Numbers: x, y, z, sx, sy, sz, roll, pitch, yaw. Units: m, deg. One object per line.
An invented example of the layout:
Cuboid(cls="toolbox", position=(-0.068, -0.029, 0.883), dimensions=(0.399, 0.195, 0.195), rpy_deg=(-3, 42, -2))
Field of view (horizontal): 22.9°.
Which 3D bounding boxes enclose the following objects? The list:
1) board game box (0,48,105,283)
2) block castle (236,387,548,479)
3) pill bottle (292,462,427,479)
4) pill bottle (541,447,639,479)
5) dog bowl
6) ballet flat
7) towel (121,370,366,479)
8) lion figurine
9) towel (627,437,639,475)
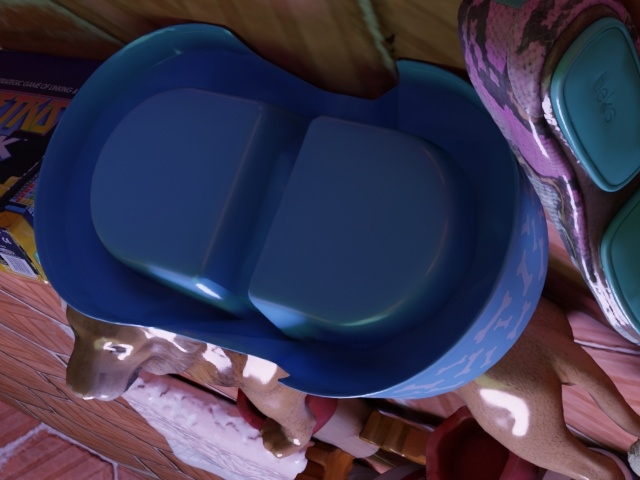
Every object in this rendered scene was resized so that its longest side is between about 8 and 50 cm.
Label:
Cuboid(cls="board game box", position=(-0.181, -0.050, 0.959), dimensions=(0.170, 0.141, 0.048), rpy_deg=(11, 143, 43))
Cuboid(cls="block castle", position=(-0.004, 0.332, 1.305), dimensions=(0.303, 0.453, 0.213), rpy_deg=(16, 168, 39))
Cuboid(cls="pill bottle", position=(0.144, 0.343, 1.490), dimensions=(0.408, 0.229, 0.229), rpy_deg=(14, 159, 40))
Cuboid(cls="pill bottle", position=(0.234, 0.225, 1.253), dimensions=(0.078, 0.078, 0.137), rpy_deg=(13, 158, 41))
Cuboid(cls="dog bowl", position=(-0.016, -0.012, 0.806), dimensions=(0.297, 0.165, 0.074), rpy_deg=(15, 171, 36))
Cuboid(cls="ballet flat", position=(0.118, -0.035, 0.682), dimensions=(0.079, 0.077, 0.221), rpy_deg=(38, 170, 44))
Cuboid(cls="towel", position=(-0.072, 0.265, 1.916), dimensions=(0.332, 0.053, 0.317), rpy_deg=(22, 163, 17))
Cuboid(cls="lion figurine", position=(0.038, 0.061, 0.981), dimensions=(0.392, 0.142, 0.240), rpy_deg=(1, 151, 12))
Cuboid(cls="towel", position=(0.285, 0.166, 1.083), dimensions=(0.148, 0.027, 0.110), rpy_deg=(24, 163, 11))
